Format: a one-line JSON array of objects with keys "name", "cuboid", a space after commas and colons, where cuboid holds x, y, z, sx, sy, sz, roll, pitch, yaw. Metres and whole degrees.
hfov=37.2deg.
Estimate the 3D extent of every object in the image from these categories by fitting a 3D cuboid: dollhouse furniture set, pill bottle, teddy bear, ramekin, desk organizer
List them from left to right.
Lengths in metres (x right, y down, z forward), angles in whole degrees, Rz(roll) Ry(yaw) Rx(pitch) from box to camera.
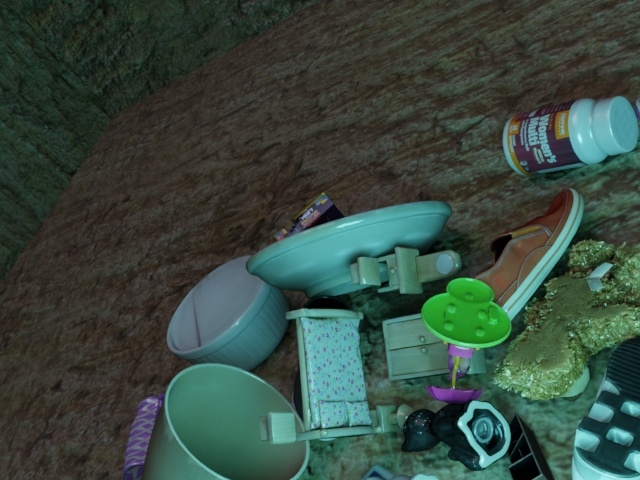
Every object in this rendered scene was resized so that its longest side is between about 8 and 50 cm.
[{"name": "ramekin", "cuboid": [-0.186, 0.172, 2.019, 0.272, 0.127, 0.273, -30, 29, 19]}, {"name": "dollhouse furniture set", "cuboid": [0.079, 0.144, 1.459, 0.173, 0.355, 0.303, -16, 75, 41]}, {"name": "desk organizer", "cuboid": [0.281, 0.302, 1.309, 0.047, 0.050, 0.130, -34, 28, 13]}, {"name": "pill bottle", "cuboid": [0.454, -0.192, 1.737, 0.221, 0.121, 0.121, -9, 41, 47]}, {"name": "teddy bear", "cuboid": [0.396, 0.115, 1.402, 0.245, 0.113, 0.338, -10, 32, 36]}]

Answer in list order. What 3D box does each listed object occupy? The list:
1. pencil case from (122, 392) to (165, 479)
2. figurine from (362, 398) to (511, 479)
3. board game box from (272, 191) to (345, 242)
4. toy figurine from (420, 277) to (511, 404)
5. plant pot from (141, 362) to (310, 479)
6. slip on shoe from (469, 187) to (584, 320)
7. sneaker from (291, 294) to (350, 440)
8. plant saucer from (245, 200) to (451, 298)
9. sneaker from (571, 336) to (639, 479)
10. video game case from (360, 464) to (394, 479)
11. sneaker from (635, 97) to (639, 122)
[{"name": "pencil case", "cuboid": [-0.344, 0.408, 1.916, 0.206, 0.086, 0.088, -95, 24, -56]}, {"name": "figurine", "cuboid": [0.140, 0.323, 1.350, 0.215, 0.092, 0.209, -48, 11, -23]}, {"name": "board game box", "cuboid": [0.000, 0.000, 1.984, 0.141, 0.170, 0.048, -41, 50, 1]}, {"name": "toy figurine", "cuboid": [0.205, 0.166, 1.414, 0.130, 0.159, 0.173, 10, 31, 7]}, {"name": "plant pot", "cuboid": [-0.195, 0.390, 1.590, 0.274, 0.256, 0.256, -56, 18, 29]}, {"name": "slip on shoe", "cuboid": [0.333, 0.014, 1.546, 0.331, 0.101, 0.123, -46, -11, -33]}, {"name": "sneaker", "cuboid": [0.002, 0.210, 1.677, 0.104, 0.147, 0.296, 1, 33, 0]}, {"name": "plant saucer", "cuboid": [0.064, 0.034, 1.782, 0.400, 0.101, 0.400, -16, -8, -2]}, {"name": "sneaker", "cuboid": [0.394, 0.238, 1.193, 0.122, 0.146, 0.330, 23, 39, 32]}, {"name": "video game case", "cuboid": [0.069, 0.488, 1.316, 0.300, 0.036, 0.329, -46, 27, -13]}, {"name": "sneaker", "cuboid": [0.608, -0.184, 1.533, 0.152, 0.114, 0.305, -31, 29, 21]}]
